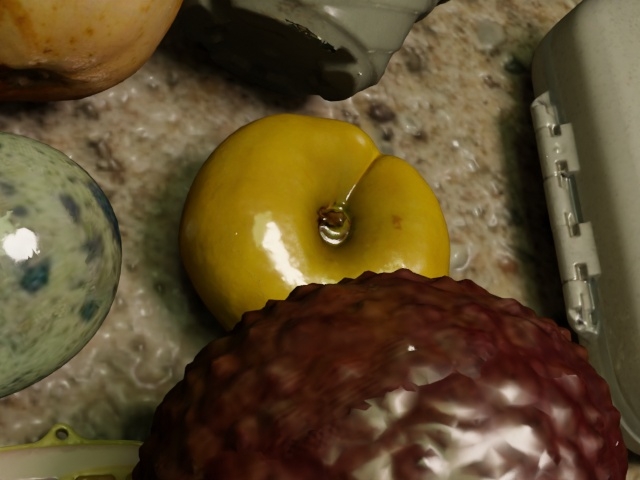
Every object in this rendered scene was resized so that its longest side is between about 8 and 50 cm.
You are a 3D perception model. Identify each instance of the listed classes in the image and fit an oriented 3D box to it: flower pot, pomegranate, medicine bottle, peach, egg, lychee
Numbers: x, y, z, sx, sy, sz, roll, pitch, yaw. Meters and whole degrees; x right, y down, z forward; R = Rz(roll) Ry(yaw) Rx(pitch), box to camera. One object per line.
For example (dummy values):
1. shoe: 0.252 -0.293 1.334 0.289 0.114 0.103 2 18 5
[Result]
1. flower pot: -0.010 -0.183 0.691 0.235 0.235 0.141 22 78 -14
2. pomegranate: -0.176 -0.178 0.595 0.207 0.207 0.207 11 60 -20
3. medicine bottle: 0.304 -0.016 0.788 0.282 0.123 0.375 8 60 -23
4. peach: 0.000 0.000 0.647 0.179 0.103 0.179 13 57 -21
5. egg: -0.192 0.018 0.528 0.181 0.141 0.141 -19 74 -23
6. lychee: 0.033 0.145 0.498 0.260 0.260 0.261 11 60 -20

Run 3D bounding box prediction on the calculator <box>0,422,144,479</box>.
1. calculator: -0.126 0.209 0.522 0.157 0.033 0.237 2 62 -24
